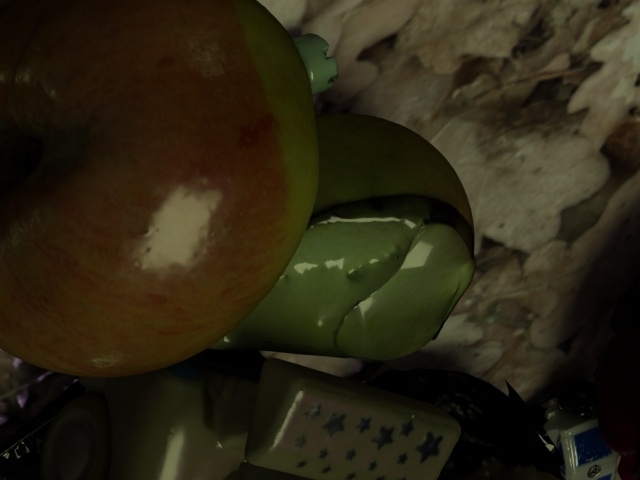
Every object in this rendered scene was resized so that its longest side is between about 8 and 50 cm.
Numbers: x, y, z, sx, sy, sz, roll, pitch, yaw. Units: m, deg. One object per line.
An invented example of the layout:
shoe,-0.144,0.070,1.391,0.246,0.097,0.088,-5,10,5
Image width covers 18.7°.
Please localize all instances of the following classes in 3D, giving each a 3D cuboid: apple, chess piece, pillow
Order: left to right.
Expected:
apple,-0.120,-0.041,1.163,0.194,0.261,0.261,4,122,-41
pillow,-0.138,0.129,1.433,0.208,0.055,0.141,-37,146,-2
chess piece,-0.041,-0.105,1.299,0.103,0.067,0.067,-23,136,-31
apple,0.000,0.000,1.332,0.188,0.174,0.207,7,165,-18

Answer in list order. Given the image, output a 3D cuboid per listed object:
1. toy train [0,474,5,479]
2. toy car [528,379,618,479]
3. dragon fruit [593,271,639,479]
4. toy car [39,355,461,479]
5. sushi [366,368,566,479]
toy train,-0.296,0.266,1.383,0.159,0.129,0.326,-20,134,-29
toy car,0.223,0.196,1.732,0.080,0.070,0.171,-16,133,-23
dragon fruit,0.384,0.122,1.611,0.329,0.329,0.329,-19,134,-21
toy car,-0.060,0.252,1.310,0.242,0.226,0.336,20,77,-41
sushi,0.091,0.302,1.571,0.328,0.285,0.329,-37,139,-4
